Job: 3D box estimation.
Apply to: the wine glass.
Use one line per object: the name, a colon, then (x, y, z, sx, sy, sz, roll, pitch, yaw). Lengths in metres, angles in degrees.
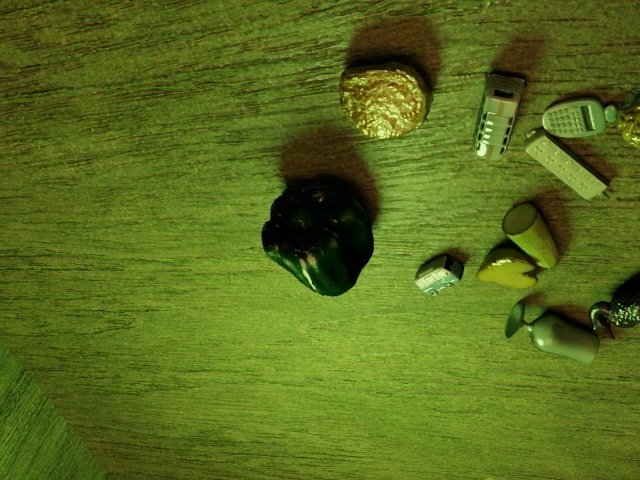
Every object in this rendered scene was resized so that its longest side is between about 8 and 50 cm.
wine glass: (0.609, 0.248, 2.194, 0.231, 0.103, 0.103, 20, 138, -9)

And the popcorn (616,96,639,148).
popcorn: (0.663, -0.239, 1.667, 0.106, 0.116, 0.121, 6, 114, -27)

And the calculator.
calculator: (0.540, -0.256, 1.743, 0.153, 0.021, 0.095, -7, 132, 26)

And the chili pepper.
chili pepper: (0.000, 0.000, 2.052, 0.233, 0.248, 0.257, 17, 152, 44)

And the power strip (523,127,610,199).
power strip: (0.549, -0.159, 1.838, 0.252, 0.027, 0.060, 34, 135, -17)

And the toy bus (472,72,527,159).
toy bus: (0.370, -0.252, 1.756, 0.087, 0.089, 0.194, 12, 139, 7)

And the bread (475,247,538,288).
bread: (0.479, 0.066, 2.068, 0.149, 0.065, 0.188, 20, 155, -11)

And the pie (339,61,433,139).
pie: (0.137, -0.305, 1.782, 0.205, 0.084, 0.179, -3, 133, 24)

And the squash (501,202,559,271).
squash: (0.517, 0.009, 1.999, 0.094, 0.094, 0.224, -16, 136, 31)

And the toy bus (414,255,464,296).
toy bus: (0.304, 0.088, 2.159, 0.075, 0.060, 0.123, 40, 136, -18)

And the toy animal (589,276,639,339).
toy animal: (0.796, 0.166, 2.021, 0.185, 0.122, 0.298, 37, 142, -4)
